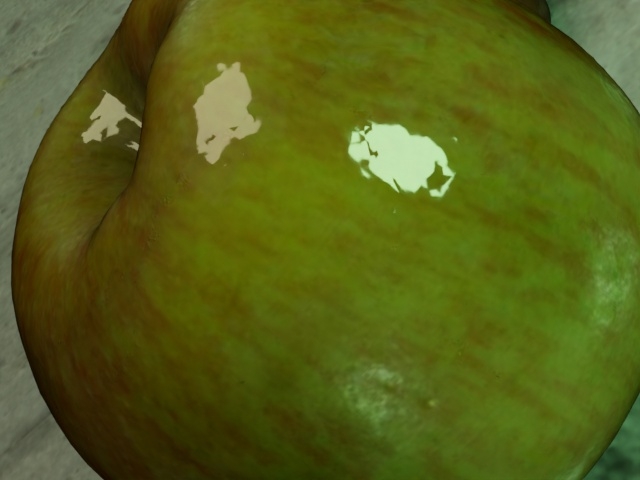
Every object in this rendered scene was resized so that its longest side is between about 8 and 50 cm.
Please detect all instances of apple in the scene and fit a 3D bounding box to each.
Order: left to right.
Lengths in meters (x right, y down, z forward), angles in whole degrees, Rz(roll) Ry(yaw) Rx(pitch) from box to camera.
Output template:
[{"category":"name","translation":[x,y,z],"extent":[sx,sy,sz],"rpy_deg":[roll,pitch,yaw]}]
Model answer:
[{"category":"apple","translation":[0.000,0.000,0.652],"extent":[0.264,0.264,0.264],"rpy_deg":[-30,39,28]}]

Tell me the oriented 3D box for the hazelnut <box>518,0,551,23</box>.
[{"category":"hazelnut","translation":[0.043,-0.118,0.826],"extent":[0.143,0.143,0.154],"rpy_deg":[-46,42,7]}]
